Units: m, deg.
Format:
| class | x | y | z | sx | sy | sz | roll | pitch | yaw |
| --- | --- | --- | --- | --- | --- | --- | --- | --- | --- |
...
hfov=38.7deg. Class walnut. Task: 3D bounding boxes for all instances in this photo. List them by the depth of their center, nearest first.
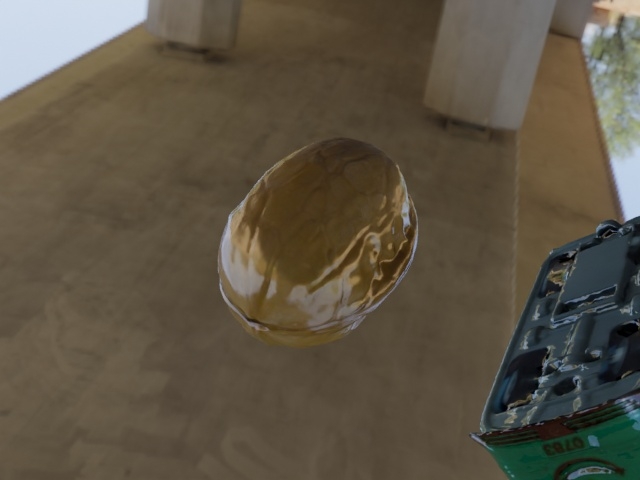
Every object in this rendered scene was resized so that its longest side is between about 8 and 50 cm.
| class | x | y | z | sx | sy | sz | roll | pitch | yaw |
| --- | --- | --- | --- | --- | --- | --- | --- | --- | --- |
| walnut | 0.000 | 0.000 | 0.791 | 0.159 | 0.159 | 0.206 | 24 | -128 | 28 |

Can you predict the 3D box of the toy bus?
| class | x | y | z | sx | sy | sz | roll | pitch | yaw |
| --- | --- | --- | --- | --- | --- | --- | --- | --- | --- |
| toy bus | 0.291 | 0.131 | 0.860 | 0.184 | 0.199 | 0.343 | -24 | -164 | 37 |
